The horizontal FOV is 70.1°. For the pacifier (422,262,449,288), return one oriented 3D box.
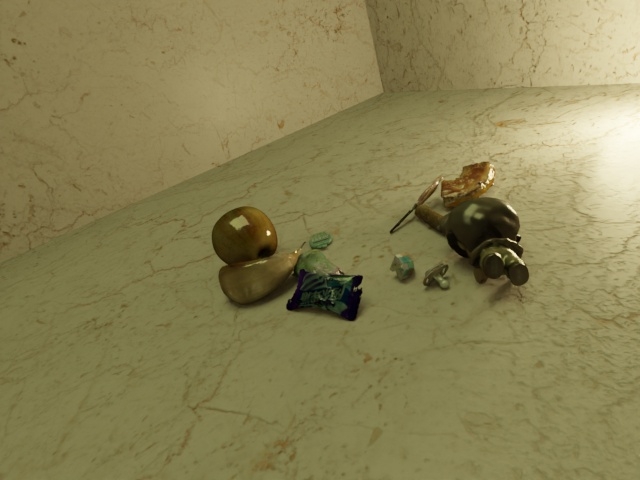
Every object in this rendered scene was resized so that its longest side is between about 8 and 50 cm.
[{"bbox_3d":[0.360,0.112,1.382,0.099,0.082,0.078,-26,55,-16],"label":"pacifier"}]

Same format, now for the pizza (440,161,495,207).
[{"bbox_3d":[0.601,-0.222,1.856,0.305,0.086,0.161,-36,42,-19],"label":"pizza"}]

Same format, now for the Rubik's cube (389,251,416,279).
[{"bbox_3d":[0.274,0.089,1.473,0.075,0.084,0.073,-26,49,-22],"label":"Rubik's cube"}]

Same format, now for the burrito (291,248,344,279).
[{"bbox_3d":[-0.009,0.103,1.604,0.143,0.089,0.228,-31,26,-18],"label":"burrito"}]

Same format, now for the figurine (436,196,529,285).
[{"bbox_3d":[0.496,-0.002,1.362,0.248,0.203,0.381,-9,28,8],"label":"figurine"}]

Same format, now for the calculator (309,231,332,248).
[{"bbox_3d":[0.000,0.000,1.868,0.095,0.021,0.153,-17,26,1],"label":"calculator"}]

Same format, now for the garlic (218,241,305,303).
[{"bbox_3d":[-0.211,0.100,1.620,0.338,0.151,0.196,-24,26,9],"label":"garlic"}]

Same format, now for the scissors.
[{"bbox_3d":[0.379,-0.134,1.821,0.024,0.160,0.317,42,72,12],"label":"scissors"}]

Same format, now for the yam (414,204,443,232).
[{"bbox_3d":[0.442,-0.065,1.676,0.066,0.066,0.299,-23,27,-12],"label":"yam"}]

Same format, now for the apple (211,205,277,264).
[{"bbox_3d":[-0.297,-0.003,1.825,0.256,0.257,0.234,-32,63,-28],"label":"apple"}]

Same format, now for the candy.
[{"bbox_3d":[0.010,0.168,1.451,0.275,0.070,0.145,3,74,37],"label":"candy"}]
